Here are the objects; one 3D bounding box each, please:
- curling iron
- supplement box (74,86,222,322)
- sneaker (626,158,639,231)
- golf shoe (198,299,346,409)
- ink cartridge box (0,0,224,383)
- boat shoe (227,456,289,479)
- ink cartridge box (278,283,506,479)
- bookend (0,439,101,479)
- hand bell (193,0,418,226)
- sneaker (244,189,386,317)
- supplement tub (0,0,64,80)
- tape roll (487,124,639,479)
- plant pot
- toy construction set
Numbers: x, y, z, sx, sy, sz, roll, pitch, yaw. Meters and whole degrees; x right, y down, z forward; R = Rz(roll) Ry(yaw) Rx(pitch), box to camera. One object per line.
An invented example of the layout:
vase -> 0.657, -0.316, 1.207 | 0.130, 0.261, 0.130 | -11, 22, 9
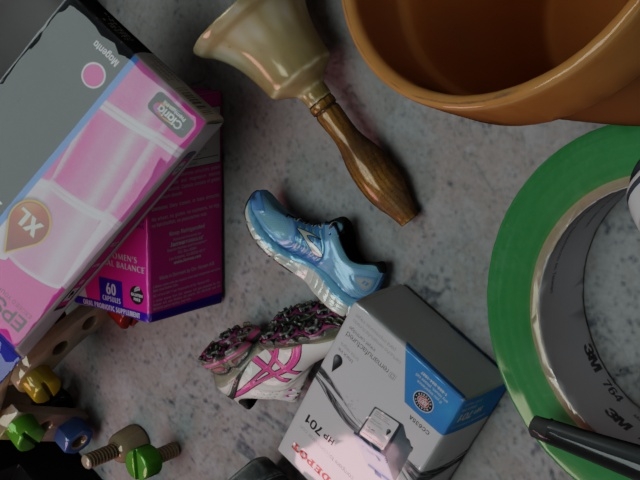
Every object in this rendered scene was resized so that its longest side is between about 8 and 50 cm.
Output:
curling iron -> 0.280, 0.167, 1.059 | 0.274, 0.035, 0.068 | 11, 115, 36
supplement box -> -0.173, -0.042, 1.433 | 0.111, 0.114, 0.220 | 11, 106, 37
sneaker -> 0.336, -0.116, 0.947 | 0.321, 0.126, 0.127 | -28, 57, 10
golf shoe -> -0.030, 0.113, 1.393 | 0.186, 0.067, 0.086 | -20, 112, 42
ink cartridge box -> -0.273, -0.033, 1.338 | 0.176, 0.069, 0.371 | 43, 105, 5
boat shoe -> -0.123, 0.344, 1.500 | 0.335, 0.121, 0.119 | -44, 65, 26
ink cartridge box -> 0.063, 0.159, 1.308 | 0.139, 0.082, 0.190 | 41, 122, 25
bookend -> -0.352, 0.278, 1.630 | 0.157, 0.156, 0.072 | 43, 124, 23
hand bell -> 0.008, -0.115, 1.289 | 0.242, 0.126, 0.126 | 52, 128, 2
sneaker -> 0.000, 0.000, 1.346 | 0.162, 0.063, 0.073 | 40, 109, 18
supplement tub -> -0.425, -0.177, 1.523 | 0.331, 0.241, 0.241 | 11, 108, 38
tape roll -> 0.283, 0.059, 1.105 | 0.321, 0.077, 0.321 | 11, 107, 38
plant pot -> 0.185, -0.201, 0.998 | 0.291, 0.203, 0.291 | -16, 66, 39
toy construction set -> -0.314, 0.170, 1.518 | 0.257, 0.237, 0.309 | -34, 79, 39
